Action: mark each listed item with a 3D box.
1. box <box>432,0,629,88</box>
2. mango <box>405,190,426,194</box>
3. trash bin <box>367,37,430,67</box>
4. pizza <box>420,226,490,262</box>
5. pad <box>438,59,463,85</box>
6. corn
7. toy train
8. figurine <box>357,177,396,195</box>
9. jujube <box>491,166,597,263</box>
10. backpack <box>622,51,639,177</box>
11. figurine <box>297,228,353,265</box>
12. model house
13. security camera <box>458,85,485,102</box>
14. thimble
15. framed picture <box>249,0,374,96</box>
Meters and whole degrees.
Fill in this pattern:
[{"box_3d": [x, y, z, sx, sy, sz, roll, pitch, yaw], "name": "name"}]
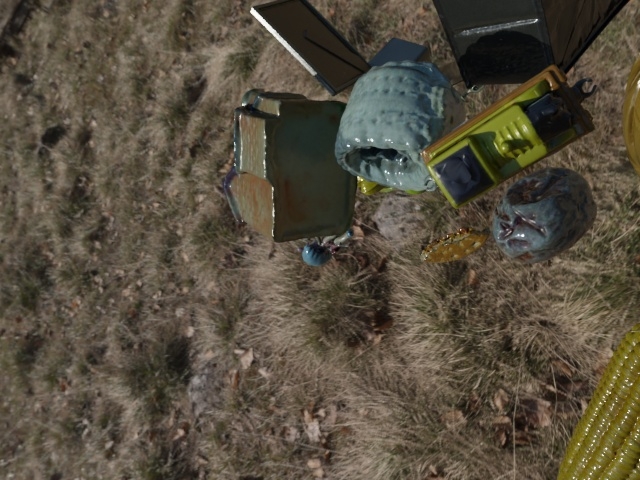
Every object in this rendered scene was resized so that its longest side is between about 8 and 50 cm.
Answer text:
[{"box_3d": [0.408, -0.486, 0.949, 0.345, 0.251, 0.204, -47, 35, -20], "name": "box"}, {"box_3d": [0.366, -0.234, 1.828, 0.117, 0.089, 0.163, 32, 80, -7], "name": "mango"}, {"box_3d": [0.248, -0.581, 1.736, 0.177, 0.101, 0.236, 28, 69, 29], "name": "trash bin"}, {"box_3d": [0.452, 0.015, 1.693, 0.246, 0.127, 0.058, -35, 41, 33], "name": "pizza"}, {"box_3d": [0.345, -0.429, 1.270, 0.368, 0.007, 0.247, -27, 24, -12], "name": "pad"}, {"box_3d": [0.415, 0.255, 0.665, 0.131, 0.131, 0.344, 22, 119, 26], "name": "corn"}, {"box_3d": [0.206, -0.110, 0.578, 0.219, 0.127, 0.089, -32, 96, 31], "name": "toy train"}, {"box_3d": [0.244, -0.280, 1.571, 0.340, 0.231, 0.323, -20, 35, 38], "name": "figurine"}, {"box_3d": [0.627, -0.065, 1.429, 0.308, 0.215, 0.246, -32, 34, -15], "name": "jujube"}, {"box_3d": [0.614, -0.166, 0.711, 0.378, 0.201, 0.353, 47, 127, -3], "name": "backpack"}, {"box_3d": [0.005, 0.013, 1.798, 0.260, 0.205, 0.102, -33, 52, 50], "name": "figurine"}, {"box_3d": [-0.088, -0.180, 1.151, 0.280, 0.245, 0.312, 30, 124, 53], "name": "model house"}, {"box_3d": [0.547, -0.546, 1.817, 0.092, 0.058, 0.058, -44, 65, 36], "name": "security camera"}, {"box_3d": [0.143, -0.199, 0.900, 0.250, 0.205, 0.171, 0, 67, 66], "name": "thimble"}, {"box_3d": [-0.009, -0.498, 1.266, 0.289, 0.211, 0.020, 45, 137, 2], "name": "framed picture"}]
